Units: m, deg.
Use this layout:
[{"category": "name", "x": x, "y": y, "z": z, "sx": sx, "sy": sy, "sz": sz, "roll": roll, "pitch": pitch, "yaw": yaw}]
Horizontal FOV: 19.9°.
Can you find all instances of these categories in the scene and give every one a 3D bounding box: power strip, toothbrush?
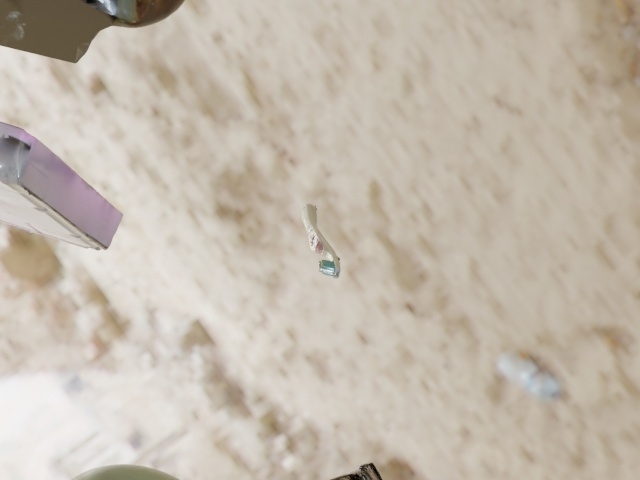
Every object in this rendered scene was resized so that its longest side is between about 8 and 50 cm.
[{"category": "power strip", "x": -0.221, "y": -0.044, "z": 1.288, "sx": 0.109, "sy": 0.037, "sz": 0.279, "roll": 17, "pitch": 172, "yaw": 10}, {"category": "toothbrush", "x": 0.000, "y": 0.000, "z": 1.566, "sx": 0.022, "sy": 0.017, "sz": 0.204, "roll": 15, "pitch": -167, "yaw": -9}]

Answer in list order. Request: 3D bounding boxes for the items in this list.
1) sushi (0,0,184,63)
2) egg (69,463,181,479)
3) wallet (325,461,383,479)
[{"category": "sushi", "x": -0.167, "y": -0.281, "z": 1.396, "sx": 0.212, "sy": 0.227, "sz": 0.215, "roll": 13, "pitch": 160, "yaw": 2}, {"category": "egg", "x": -0.150, "y": 0.296, "z": 1.604, "sx": 0.231, "sy": 0.168, "sz": 0.168, "roll": 41, "pitch": 163, "yaw": 22}, {"category": "wallet", "x": 0.068, "y": 0.254, "z": 1.146, "sx": 0.243, "sy": 0.039, "sz": 0.133, "roll": 63, "pitch": -165, "yaw": 10}]
